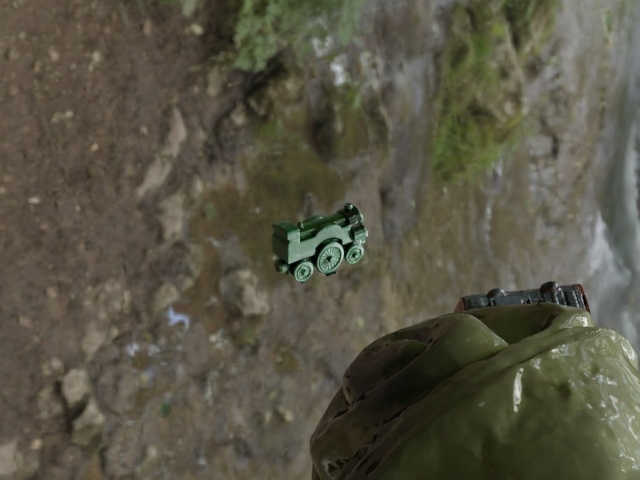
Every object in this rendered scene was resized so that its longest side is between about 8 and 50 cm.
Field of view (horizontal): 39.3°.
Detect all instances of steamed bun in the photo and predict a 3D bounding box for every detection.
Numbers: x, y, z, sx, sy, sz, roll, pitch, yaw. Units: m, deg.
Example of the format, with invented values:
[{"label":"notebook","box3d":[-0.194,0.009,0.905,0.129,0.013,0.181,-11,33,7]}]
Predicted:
[{"label":"steamed bun","box3d":[0.108,0.191,0.763,0.247,0.339,0.352,36,29,-16]}]

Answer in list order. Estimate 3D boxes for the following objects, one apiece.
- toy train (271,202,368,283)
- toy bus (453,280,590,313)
[{"label":"toy train","box3d":[0.000,0.000,1.485,0.178,0.071,0.104,-19,123,-30]},{"label":"toy bus","box3d":[0.294,0.106,1.321,0.077,0.192,0.065,111,-29,-62]}]
